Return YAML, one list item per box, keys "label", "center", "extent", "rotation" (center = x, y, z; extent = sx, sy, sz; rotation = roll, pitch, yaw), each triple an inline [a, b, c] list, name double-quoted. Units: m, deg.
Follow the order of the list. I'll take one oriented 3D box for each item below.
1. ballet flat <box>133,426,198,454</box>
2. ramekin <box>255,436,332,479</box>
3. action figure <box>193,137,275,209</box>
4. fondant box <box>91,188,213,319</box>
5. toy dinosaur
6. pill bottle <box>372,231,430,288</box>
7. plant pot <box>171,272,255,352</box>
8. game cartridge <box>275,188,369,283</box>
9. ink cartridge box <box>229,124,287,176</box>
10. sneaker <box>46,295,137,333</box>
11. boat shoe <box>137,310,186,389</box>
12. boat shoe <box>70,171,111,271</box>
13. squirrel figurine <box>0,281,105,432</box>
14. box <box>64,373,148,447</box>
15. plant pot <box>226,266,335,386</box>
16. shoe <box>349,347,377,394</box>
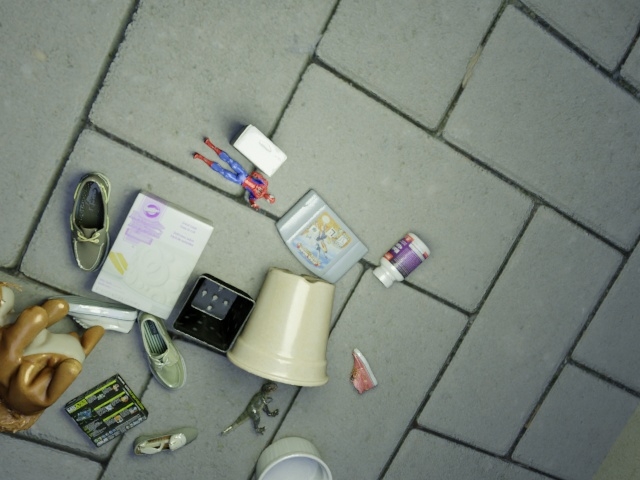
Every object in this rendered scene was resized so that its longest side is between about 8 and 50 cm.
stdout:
- label: "ballet flat"
  center: [-0.527, 0.693, 1.629]
  extent: [0.213, 0.068, 0.072]
  rotation: [-5, 104, -13]
- label: "ramekin"
  center: [-0.106, 0.857, 1.735]
  extent: [0.277, 0.135, 0.277]
  rotation: [-3, 104, -13]
- label: "action figure"
  center: [-0.247, -0.192, 1.450]
  extent: [0.280, 0.139, 0.091]
  rotation: [35, 94, -21]
- label: "fondant box"
  center: [-0.509, 0.044, 1.462]
  extent: [0.238, 0.096, 0.330]
  rotation: [26, 95, -18]
- label: "toy dinosaur"
  center: [-0.221, 0.613, 1.690]
  extent: [0.118, 0.064, 0.268]
  rotation: [41, 94, -12]
- label: "pill bottle"
  center: [0.275, 0.072, 1.649]
  extent: [0.193, 0.108, 0.108]
  rotation: [-43, 109, -1]
- label: "plant pot"
  center: [-0.333, 0.208, 1.503]
  extent: [0.188, 0.167, 0.188]
  rotation: [29, 94, -15]
- label: "game cartridge"
  center: [0.000, 0.000, 1.597]
  extent: [0.198, 0.062, 0.297]
  rotation: [-46, 109, -4]
- label: "ink cartridge box"
  center: [-0.188, -0.268, 1.412]
  extent: [0.140, 0.190, 0.082]
  rotation: [41, 91, -18]
- label: "sneaker"
  center: [-0.702, 0.233, 1.462]
  extent: [0.258, 0.094, 0.091]
  rotation: [15, 95, -17]
- label: "boat shoe"
  center: [-0.518, 0.363, 1.537]
  extent: [0.109, 0.094, 0.302]
  rotation: [-21, 107, -8]
- label: "boat shoe"
  center: [-0.678, -0.046, 1.400]
  extent: [0.109, 0.091, 0.304]
  rotation: [7, 101, -14]
- label: "squirrel figurine"
  center: [-0.860, 0.304, 1.281]
  extent: [0.370, 0.281, 0.397]
  rotation: [40, 100, -17]
- label: "box"
  center: [-0.699, 0.560, 1.569]
  extent: [0.191, 0.045, 0.184]
  rotation: [-31, 106, -4]
- label: "plant pot"
  center: [-0.096, 0.256, 1.521]
  extent: [0.334, 0.334, 0.305]
  rotation: [16, 87, -17]
- label: "shoe"
  center: [0.140, 0.479, 1.738]
  extent: [0.081, 0.063, 0.178]
  rotation: [-31, 113, -10]
